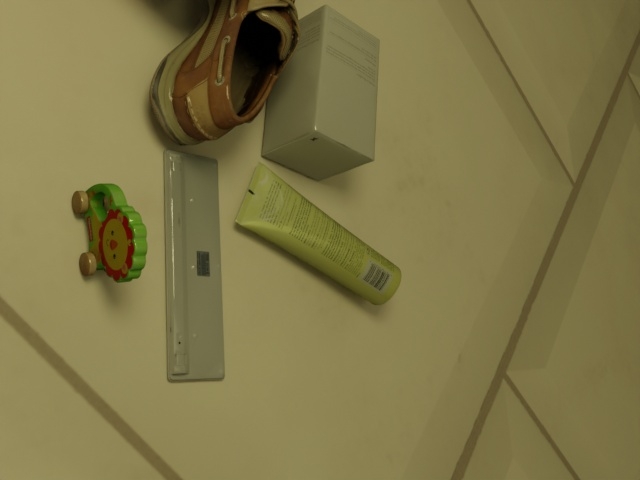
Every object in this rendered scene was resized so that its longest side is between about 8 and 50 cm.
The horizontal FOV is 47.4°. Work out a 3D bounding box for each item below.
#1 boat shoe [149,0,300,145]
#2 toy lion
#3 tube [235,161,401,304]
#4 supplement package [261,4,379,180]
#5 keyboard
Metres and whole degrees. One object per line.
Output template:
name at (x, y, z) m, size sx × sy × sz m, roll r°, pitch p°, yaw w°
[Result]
boat shoe at (-0.075, -0.241, 0.849) m, size 0.123 × 0.117 × 0.324 m, roll 51°, pitch 50°, yaw -46°
toy lion at (-0.198, -0.008, 0.699) m, size 0.034 × 0.096 × 0.100 m, roll -4°, pitch 81°, yaw -45°
tube at (0.000, 0.000, 0.924) m, size 0.240 × 0.062 × 0.070 m, roll 34°, pitch 14°, yaw -28°
supplement package at (0.002, -0.185, 0.934) m, size 0.105 × 0.105 × 0.179 m, roll 22°, pitch 64°, yaw -40°
keyboard at (-0.140, 0.026, 0.809) m, size 0.072 × 0.014 × 0.255 m, roll 10°, pitch 73°, yaw -48°
